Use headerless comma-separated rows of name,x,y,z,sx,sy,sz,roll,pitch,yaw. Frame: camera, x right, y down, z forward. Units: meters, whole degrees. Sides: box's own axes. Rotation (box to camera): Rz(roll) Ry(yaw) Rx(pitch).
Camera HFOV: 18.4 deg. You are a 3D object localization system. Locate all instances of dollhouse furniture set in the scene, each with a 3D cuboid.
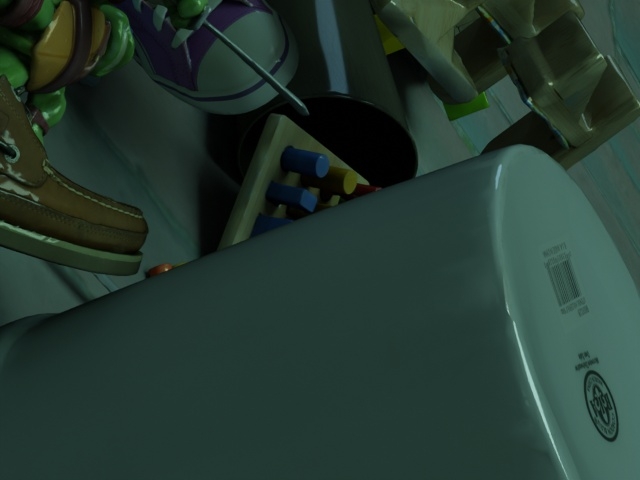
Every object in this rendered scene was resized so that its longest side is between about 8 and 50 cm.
dollhouse furniture set,0.004,-0.237,1.548,0.362,0.256,0.394,42,19,-40

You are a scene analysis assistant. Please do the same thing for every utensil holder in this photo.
utensil holder,0.008,0.148,1.240,0.327,0.385,0.327,49,30,-41

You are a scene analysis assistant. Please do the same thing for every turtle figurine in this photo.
turtle figurine,-0.161,-0.104,1.331,0.266,0.198,0.275,0,67,-63

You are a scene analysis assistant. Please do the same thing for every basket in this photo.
basket,-0.011,-0.161,1.801,0.204,0.154,0.227,49,24,-53

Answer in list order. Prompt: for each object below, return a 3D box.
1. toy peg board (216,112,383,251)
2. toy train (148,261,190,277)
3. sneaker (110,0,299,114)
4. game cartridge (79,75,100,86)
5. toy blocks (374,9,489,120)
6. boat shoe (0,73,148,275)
toy peg board,0.000,0.000,1.668,0.160,0.079,0.161,36,70,-54
toy train,-0.078,0.087,1.548,0.166,0.046,0.125,52,27,-37
sneaker,-0.140,-0.205,1.483,0.282,0.102,0.161,39,-6,36
game cartridge,-0.196,-0.166,1.544,0.056,0.017,0.083,28,45,-53
toy blocks,0.135,-0.338,2.304,0.261,0.191,0.381,-36,105,-79
boat shoe,-0.211,-0.057,1.177,0.307,0.111,0.104,21,86,-48
